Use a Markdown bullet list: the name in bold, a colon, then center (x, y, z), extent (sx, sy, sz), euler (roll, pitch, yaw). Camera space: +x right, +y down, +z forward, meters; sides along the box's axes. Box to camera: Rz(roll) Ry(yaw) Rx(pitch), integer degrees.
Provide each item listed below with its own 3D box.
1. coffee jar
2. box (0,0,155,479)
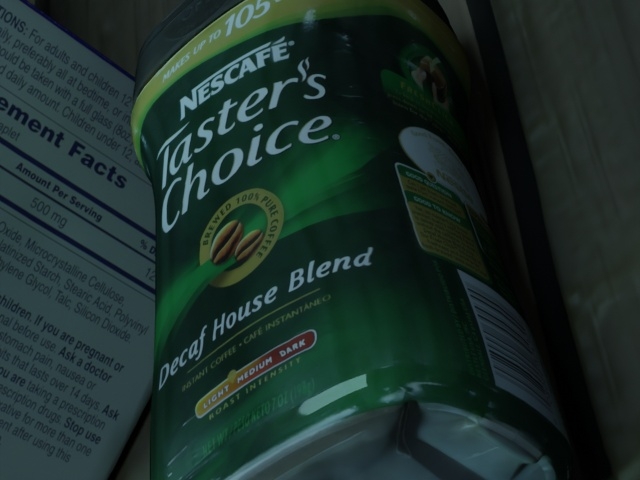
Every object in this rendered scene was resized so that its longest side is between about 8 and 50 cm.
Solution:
- **coffee jar**: center (0.000, 0.000, 0.439), extent (0.096, 0.079, 0.184), euler (-36, 40, 24)
- **box**: center (-0.109, 0.002, 0.520), extent (0.072, 0.126, 0.137), euler (11, 70, 53)
